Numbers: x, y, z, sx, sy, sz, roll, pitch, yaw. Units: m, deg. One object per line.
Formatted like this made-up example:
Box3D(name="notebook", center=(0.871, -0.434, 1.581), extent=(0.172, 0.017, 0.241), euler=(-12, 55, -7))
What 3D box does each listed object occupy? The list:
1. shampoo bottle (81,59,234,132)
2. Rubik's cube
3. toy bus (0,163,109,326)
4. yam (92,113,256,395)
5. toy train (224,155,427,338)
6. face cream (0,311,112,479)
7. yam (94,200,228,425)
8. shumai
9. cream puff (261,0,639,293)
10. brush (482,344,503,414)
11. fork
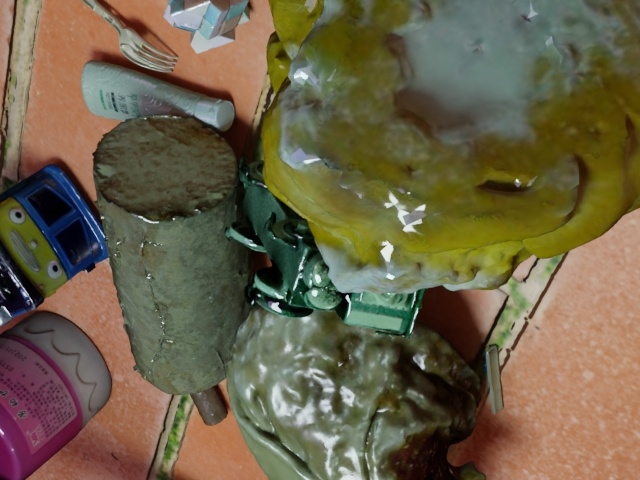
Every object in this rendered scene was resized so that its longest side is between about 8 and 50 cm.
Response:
Box3D(name="shampoo bottle", center=(-0.179, -0.152, 1.520), extent=(0.190, 0.041, 0.069), euler=(15, 126, 30))
Box3D(name="Rubik's cube", center=(-0.110, -0.229, 1.382), extent=(0.073, 0.084, 0.075), euler=(43, 153, 12))
Box3D(name="toy bus", center=(-0.415, 0.031, 1.742), extent=(0.287, 0.175, 0.138), euler=(-23, 103, 45))
Box3D(name="yam", center=(-0.154, 0.019, 1.511), extent=(0.168, 0.168, 0.304), euler=(23, 143, 25))
Box3D(name="toy train", center=(0.000, 0.000, 1.322), extent=(0.269, 0.154, 0.115), euler=(-126, 50, -63))
Box3D(name="face cream", center=(-0.403, 0.213, 1.850), extent=(0.175, 0.195, 0.175), euler=(22, 133, 26))
Box3D(name="yam", center=(-0.190, 0.084, 1.698), extent=(0.045, 0.045, 0.327), euler=(-19, 111, 12))
Box3D(name="shumai", center=(0.010, 0.232, 1.415), extent=(0.292, 0.288, 0.330), euler=(8, 150, 28))
Box3D(name="cream puff", center=(0.104, -0.134, 1.146), extent=(0.378, 0.378, 0.275), euler=(47, 179, 1))
Box3D(name="brush", center=(0.182, 0.147, 1.462), extent=(0.013, 0.016, 0.083), euler=(20, 131, 44))
Box3D(name="fork", center=(-0.246, -0.255, 1.508), extent=(0.219, 0.028, 0.034), euler=(40, 140, 8))
